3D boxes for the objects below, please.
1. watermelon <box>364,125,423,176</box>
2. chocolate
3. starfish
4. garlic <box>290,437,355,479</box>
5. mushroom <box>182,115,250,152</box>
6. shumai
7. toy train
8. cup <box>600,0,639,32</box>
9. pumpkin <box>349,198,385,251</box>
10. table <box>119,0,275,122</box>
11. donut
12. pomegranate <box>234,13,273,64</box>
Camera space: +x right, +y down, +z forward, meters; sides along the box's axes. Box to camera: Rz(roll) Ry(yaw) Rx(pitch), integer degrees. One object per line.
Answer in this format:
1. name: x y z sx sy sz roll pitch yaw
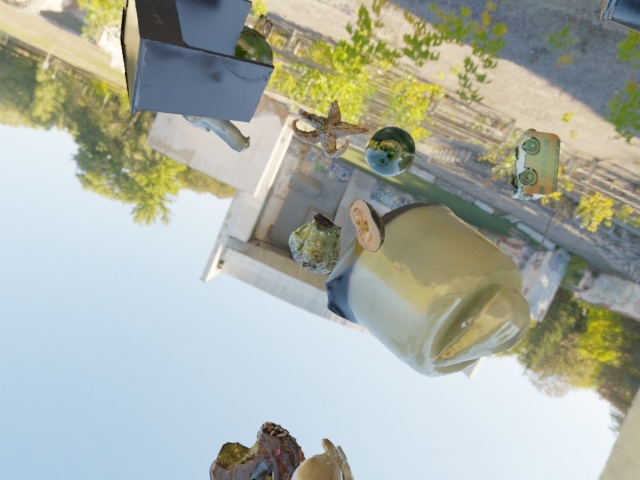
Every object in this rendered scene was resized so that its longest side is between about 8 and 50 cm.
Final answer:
1. watermelon: 0.266 -0.330 1.497 0.188 0.188 0.215 22 -173 -32
2. chocolate: 0.221 0.121 0.793 0.314 0.326 0.297 18 -153 -37
3. starfish: 0.026 -0.283 1.025 0.210 0.150 0.053 9 -179 23
4. garlic: 0.004 0.402 0.642 0.174 0.099 0.124 52 -177 -43
5. mushroom: -0.339 -0.381 1.305 0.096 0.099 0.278 38 -176 41
6. shumai: 0.002 0.005 1.277 0.184 0.142 0.184 11 -133 -12
7. toy train: 0.545 -0.193 1.018 0.099 0.188 0.072 9 175 6
8. cup: 0.535 -0.381 0.598 0.176 0.169 0.223 26 -162 23
9. pumpkin: 0.074 -0.025 0.595 0.028 0.083 0.050 -23 180 -34
10. table: -0.293 -0.437 0.930 0.282 0.196 0.250 -3 -119 -33
11. donut: -0.144 0.559 0.984 0.216 0.230 0.096 47 175 -9
12. pomegranate: -0.221 -0.600 1.247 0.180 0.209 0.180 31 -174 -4
